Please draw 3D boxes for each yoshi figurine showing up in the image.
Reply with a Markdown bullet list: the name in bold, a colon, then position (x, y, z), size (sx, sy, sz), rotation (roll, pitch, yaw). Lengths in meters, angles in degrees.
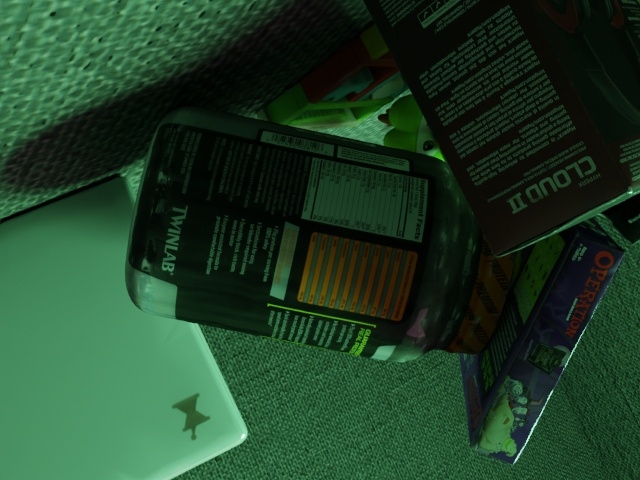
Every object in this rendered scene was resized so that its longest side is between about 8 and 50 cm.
- **yoshi figurine**: position (0.240, -0.147, 1.062), size (0.362, 0.203, 0.203), rotation (-19, 178, -45)

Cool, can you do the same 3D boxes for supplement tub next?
- **supplement tub**: position (0.000, 0.000, 0.781), size (0.338, 0.207, 0.207), rotation (12, 169, -4)

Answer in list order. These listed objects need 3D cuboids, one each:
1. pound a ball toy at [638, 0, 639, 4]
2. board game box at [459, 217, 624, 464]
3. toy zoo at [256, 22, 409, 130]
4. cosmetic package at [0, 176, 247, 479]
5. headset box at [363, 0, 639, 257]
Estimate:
- **pound a ball toy**: position (0.376, -0.260, 0.786), size (0.319, 0.208, 0.136), rotation (3, -171, 23)
- **board game box**: position (0.200, 0.047, 0.810), size (0.208, 0.056, 0.347), rotation (-64, -179, 17)
- **toy zoo**: position (0.090, -0.204, 0.888), size (0.293, 0.030, 0.192), rotation (-30, 172, 36)
- **cosmetic package**: position (-0.319, 0.170, 1.009), size (0.330, 0.327, 0.394), rotation (-24, 174, -15)
- **headset box**: position (0.168, -0.131, 0.601), size (0.110, 0.293, 0.218), rotation (-32, 170, 41)
